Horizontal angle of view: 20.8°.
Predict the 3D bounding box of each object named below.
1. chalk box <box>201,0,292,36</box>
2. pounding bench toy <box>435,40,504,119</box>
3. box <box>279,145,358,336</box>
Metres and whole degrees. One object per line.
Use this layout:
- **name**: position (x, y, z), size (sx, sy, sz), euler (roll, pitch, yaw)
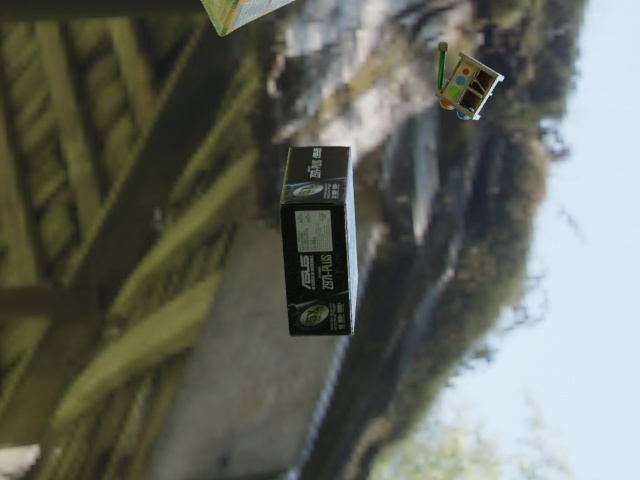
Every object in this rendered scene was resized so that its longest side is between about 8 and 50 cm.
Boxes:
- **chalk box**: position (-0.092, -0.402, 1.904), size (0.289, 0.179, 0.180), euler (61, -9, 3)
- **pounding bench toy**: position (0.155, -0.181, 1.991), size (0.065, 0.083, 0.052), euler (-58, 171, 9)
- **box**: position (0.000, 0.000, 2.050), size (0.147, 0.077, 0.180), euler (-83, 171, -60)
